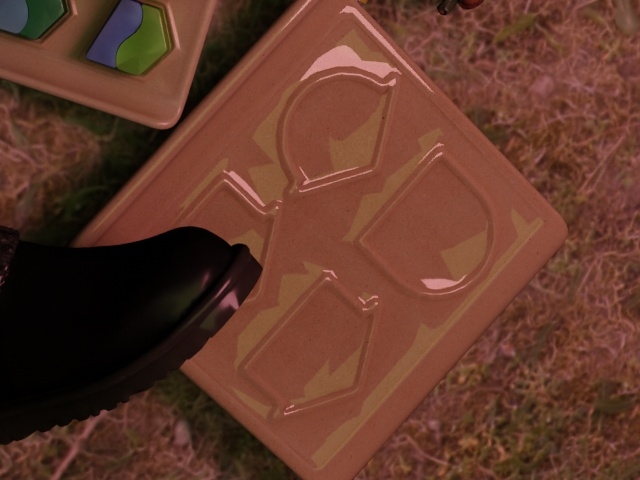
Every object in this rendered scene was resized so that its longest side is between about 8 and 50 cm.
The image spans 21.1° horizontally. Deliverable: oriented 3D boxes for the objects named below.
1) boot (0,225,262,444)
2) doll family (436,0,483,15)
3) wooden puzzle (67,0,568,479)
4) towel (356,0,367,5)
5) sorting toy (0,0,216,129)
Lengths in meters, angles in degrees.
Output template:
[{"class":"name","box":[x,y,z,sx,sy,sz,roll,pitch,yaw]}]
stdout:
[{"class":"boot","box":[-0.244,0.012,1.279,0.348,0.131,0.260,-24,113,25]},{"class":"doll family","box":[0.161,-0.271,1.441,0.193,0.111,0.076,-36,76,4]},{"class":"wooden puzzle","box":[0.000,0.000,1.458,0.322,0.080,0.348,-47,115,-4]},{"class":"towel","box":[0.033,-0.246,1.451,0.060,0.009,0.083,31,90,-20]},{"class":"sorting toy","box":[-0.175,-0.211,1.340,0.193,0.038,0.208,18,96,0]}]
